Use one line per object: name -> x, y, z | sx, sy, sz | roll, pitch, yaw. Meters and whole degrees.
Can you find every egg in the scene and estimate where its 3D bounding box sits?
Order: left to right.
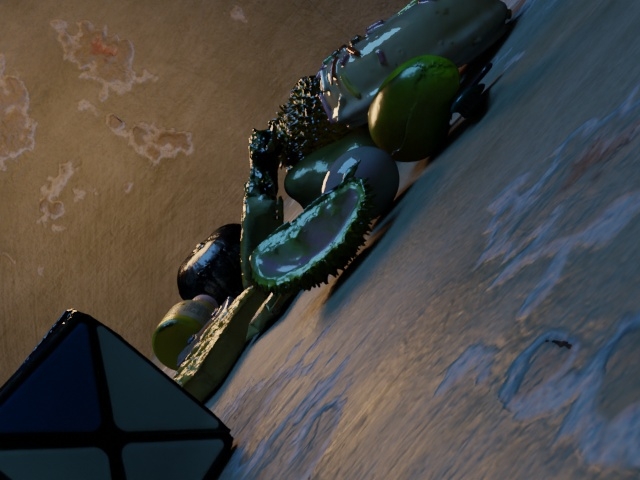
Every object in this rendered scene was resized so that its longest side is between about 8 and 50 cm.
egg -> 0.057, -0.078, 1.550 | 0.135, 0.103, 0.103 | -47, 6, 41

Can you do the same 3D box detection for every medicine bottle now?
medicine bottle -> -0.272, 0.183, 2.279 | 0.122, 0.122, 0.212 | -48, 6, 19

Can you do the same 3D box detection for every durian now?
durian -> 0.003, -0.238, 2.427 | 0.258, 0.258, 0.293 | -47, 22, 22
durian -> 0.007, 0.006, 1.466 | 0.220, 0.095, 0.137 | -46, 42, 17

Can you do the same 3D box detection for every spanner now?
spanner -> 0.195, -0.191, 1.612 | 0.208, 0.012, 0.046 | -52, 0, 38

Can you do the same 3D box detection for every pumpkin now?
pumpkin -> -0.231, 0.067, 2.526 | 0.233, 0.163, 0.233 | -48, 8, 9

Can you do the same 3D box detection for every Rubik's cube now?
Rubik's cube -> -0.286, 0.270, 1.194 | 0.248, 0.246, 0.250 | -46, 7, 41

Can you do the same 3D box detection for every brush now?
brush -> 0.216, -0.195, 1.500 | 0.043, 0.032, 0.193 | -52, -7, 19

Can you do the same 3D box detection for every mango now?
mango -> 0.136, -0.185, 1.535 | 0.111, 0.125, 0.233 | -45, 3, -25

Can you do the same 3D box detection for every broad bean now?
broad bean -> 0.061, -0.143, 2.013 | 0.263, 0.121, 0.189 | -32, 7, 20

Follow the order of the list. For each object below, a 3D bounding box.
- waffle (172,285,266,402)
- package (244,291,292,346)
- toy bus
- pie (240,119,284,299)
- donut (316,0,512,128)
waffle -> -0.187, 0.201, 1.836 | 0.168, 0.057, 0.274 | -45, 8, 35
package -> -0.078, 0.107, 1.748 | 0.120, 0.031, 0.108 | -51, 2, 46
toy bus -> -0.214, 0.192, 2.118 | 0.172, 0.057, 0.072 | -49, 13, 15
pie -> -0.111, -0.040, 2.022 | 0.371, 0.078, 0.296 | -91, 7, -52
donut -> 0.157, -0.345, 1.934 | 0.383, 0.142, 0.382 | -32, 8, 5
